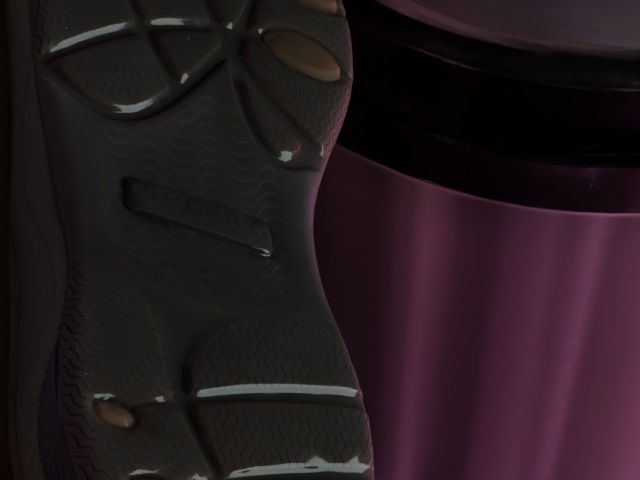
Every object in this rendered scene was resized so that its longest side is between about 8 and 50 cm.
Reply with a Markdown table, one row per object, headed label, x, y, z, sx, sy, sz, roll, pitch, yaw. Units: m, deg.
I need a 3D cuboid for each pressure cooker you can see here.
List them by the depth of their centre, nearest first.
| label | x | y | z | sx | sy | sz | roll | pitch | yaw |
| --- | --- | --- | --- | --- | --- | --- | --- | --- | --- |
| pressure cooker | 0.114 | -0.110 | 0.863 | 0.420 | 0.375 | 0.370 | 91 | 10 | -52 |

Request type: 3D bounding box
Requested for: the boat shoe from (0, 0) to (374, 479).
| label | x | y | z | sx | sy | sz | roll | pitch | yaw |
| --- | --- | --- | --- | --- | --- | --- | --- | --- | --- |
| boat shoe | -0.065 | -0.007 | 0.565 | 0.116 | 0.123 | 0.324 | -45 | -148 | 38 |
